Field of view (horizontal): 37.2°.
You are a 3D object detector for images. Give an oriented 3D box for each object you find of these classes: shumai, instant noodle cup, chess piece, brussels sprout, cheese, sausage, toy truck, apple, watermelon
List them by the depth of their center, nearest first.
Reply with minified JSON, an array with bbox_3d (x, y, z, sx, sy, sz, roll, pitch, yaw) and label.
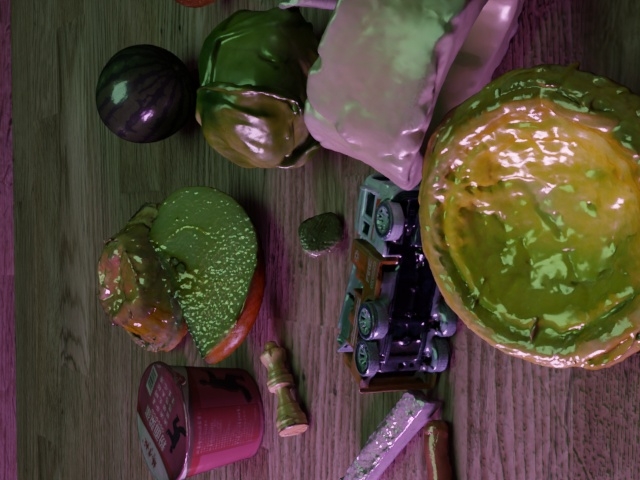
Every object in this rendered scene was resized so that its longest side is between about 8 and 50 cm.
[{"bbox_3d":[0.111,-0.223,1.135,0.153,0.292,0.332,29,115,15],"label":"cheese"},{"bbox_3d":[0.169,0.332,1.335,0.042,0.036,0.158,152,112,-67],"label":"sausage"},{"bbox_3d":[0.104,0.031,1.345,0.184,0.133,0.338,-139,53,-60],"label":"toy truck"},{"bbox_3d":[-0.091,-0.245,1.545,0.294,0.227,0.259,81,-164,-83],"label":"brussels sprout"},{"bbox_3d":[0.000,0.000,1.577,0.080,0.082,0.083,79,-153,-65],"label":"shumai"},{"bbox_3d":[-0.069,0.259,1.688,0.060,0.060,0.172,-49,49,46],"label":"chess piece"},{"bbox_3d":[-0.201,0.062,1.774,0.346,0.179,0.254,61,150,34],"label":"apple"},{"bbox_3d":[-0.228,0.342,1.819,0.235,0.178,0.235,1,91,57],"label":"instant noodle cup"},{"bbox_3d":[-0.365,-0.307,1.988,0.212,0.212,0.212,3,93,57],"label":"watermelon"}]

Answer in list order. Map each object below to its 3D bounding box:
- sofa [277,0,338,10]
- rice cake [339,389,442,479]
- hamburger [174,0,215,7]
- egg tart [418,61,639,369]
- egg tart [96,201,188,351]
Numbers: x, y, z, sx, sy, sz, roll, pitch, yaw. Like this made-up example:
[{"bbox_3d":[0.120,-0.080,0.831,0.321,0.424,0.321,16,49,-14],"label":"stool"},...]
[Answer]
[{"bbox_3d":[0.080,-0.388,1.281,0.176,0.225,0.210,46,125,51],"label":"sofa"},{"bbox_3d":[0.100,0.306,1.427,0.049,0.055,0.270,50,132,23],"label":"rice cake"},{"bbox_3d":[-0.231,-0.531,1.819,0.185,0.159,0.131,123,142,-70],"label":"hamburger"},{"bbox_3d":[0.267,-0.029,1.039,0.345,0.132,0.345,19,120,37],"label":"egg tart"},{"bbox_3d":[-0.401,0.085,2.117,0.352,0.150,0.352,9,101,54],"label":"egg tart"}]
